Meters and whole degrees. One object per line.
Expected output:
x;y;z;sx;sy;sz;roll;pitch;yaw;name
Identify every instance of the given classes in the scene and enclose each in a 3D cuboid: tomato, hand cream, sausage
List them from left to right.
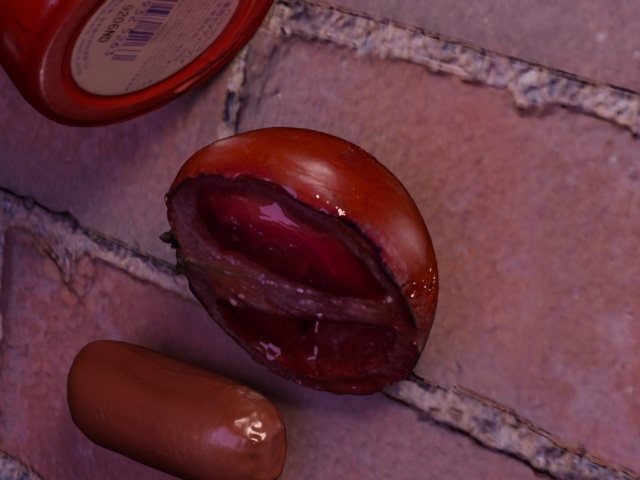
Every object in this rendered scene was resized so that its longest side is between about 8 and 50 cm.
-0.128;-0.173;0.953;0.125;0.193;0.193;52;124;21;hand cream
-0.098;0.117;1.029;0.194;0.077;0.077;13;102;39;sausage
0.000;0.000;0.925;0.173;0.099;0.189;18;146;24;tomato
